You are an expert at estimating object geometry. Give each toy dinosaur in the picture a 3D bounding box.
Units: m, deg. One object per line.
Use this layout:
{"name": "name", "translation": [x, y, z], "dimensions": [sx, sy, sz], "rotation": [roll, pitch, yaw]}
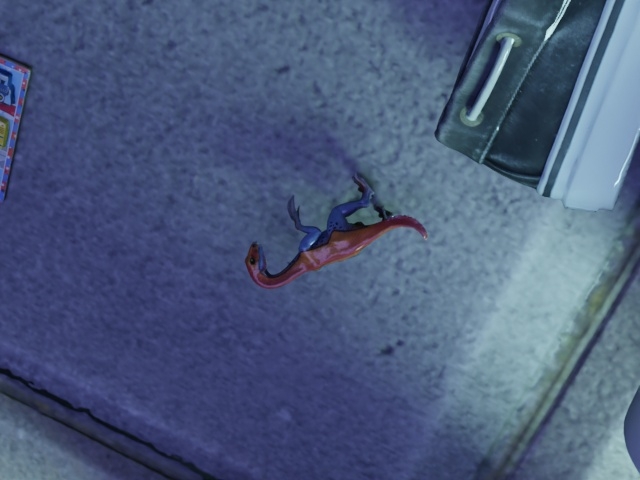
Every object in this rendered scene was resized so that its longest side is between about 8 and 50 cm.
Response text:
{"name": "toy dinosaur", "translation": [0.000, 0.000, 0.829], "dimensions": [0.082, 0.090, 0.047], "rotation": [-42, 115, -14]}

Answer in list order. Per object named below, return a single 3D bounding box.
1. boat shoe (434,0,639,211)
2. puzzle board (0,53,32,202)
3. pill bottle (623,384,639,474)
{"name": "boat shoe", "translation": [0.123, -0.162, 0.677], "dimensions": [0.119, 0.121, 0.335], "rotation": [15, 122, 5]}
{"name": "puzzle board", "translation": [-0.242, -0.085, 0.897], "dimensions": [0.128, 0.011, 0.096], "rotation": [23, 120, 6]}
{"name": "pill bottle", "translation": [0.259, 0.010, 0.700], "dimensions": [0.162, 0.162, 0.278], "rotation": [23, 121, 5]}
